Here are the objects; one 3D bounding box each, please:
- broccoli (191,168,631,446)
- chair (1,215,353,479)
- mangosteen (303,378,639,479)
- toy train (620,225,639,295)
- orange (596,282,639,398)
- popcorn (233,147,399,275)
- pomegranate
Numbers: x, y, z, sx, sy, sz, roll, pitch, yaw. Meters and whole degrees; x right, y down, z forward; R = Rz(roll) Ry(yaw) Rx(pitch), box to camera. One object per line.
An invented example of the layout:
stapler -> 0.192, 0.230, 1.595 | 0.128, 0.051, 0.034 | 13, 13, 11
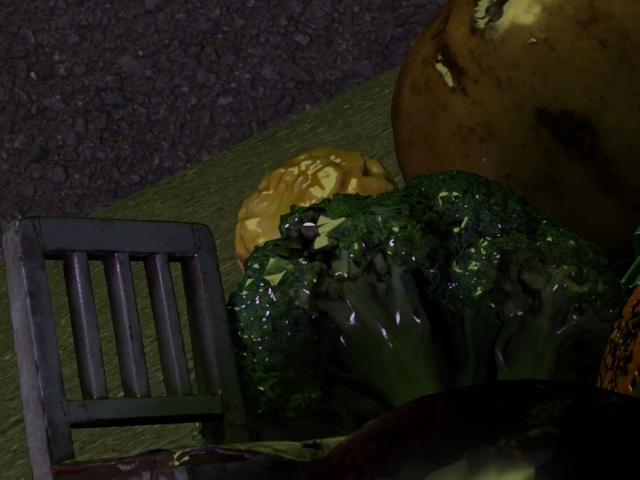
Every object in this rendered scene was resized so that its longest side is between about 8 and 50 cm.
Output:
broccoli -> 0.062, 0.097, 1.123 | 0.270, 0.270, 0.270 | -26, 42, 13
chair -> -0.052, 0.109, 0.976 | 0.136, 0.270, 0.147 | 3, -14, -42
mangosteen -> 0.094, 0.163, 0.745 | 0.228, 0.228, 0.265 | -21, -14, 35
toy train -> 0.249, 0.023, 1.298 | 0.111, 0.071, 0.170 | -11, 14, 27
orange -> 0.238, 0.071, 0.887 | 0.234, 0.182, 0.234 | -24, -2, -1
popcorn -> 0.000, 0.000, 1.865 | 0.180, 0.170, 0.180 | -9, 9, 2
pomegranate -> 0.192, -0.103, 1.559 | 0.281, 0.281, 0.281 | -27, 11, 6
